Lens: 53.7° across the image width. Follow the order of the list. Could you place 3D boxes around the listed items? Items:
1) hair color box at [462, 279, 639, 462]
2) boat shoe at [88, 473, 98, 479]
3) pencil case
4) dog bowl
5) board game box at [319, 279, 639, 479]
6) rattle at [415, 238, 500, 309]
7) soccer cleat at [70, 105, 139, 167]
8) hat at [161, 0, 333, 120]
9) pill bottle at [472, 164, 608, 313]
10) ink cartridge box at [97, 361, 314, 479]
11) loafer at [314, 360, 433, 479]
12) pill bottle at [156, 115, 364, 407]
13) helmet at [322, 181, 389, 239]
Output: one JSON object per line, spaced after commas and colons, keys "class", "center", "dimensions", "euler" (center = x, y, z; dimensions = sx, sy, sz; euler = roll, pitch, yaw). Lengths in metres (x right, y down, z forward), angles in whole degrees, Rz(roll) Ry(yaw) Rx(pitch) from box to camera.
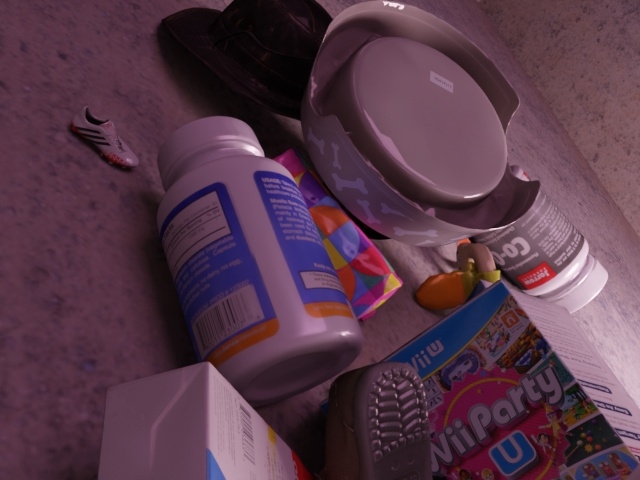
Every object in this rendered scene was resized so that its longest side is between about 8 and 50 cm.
{"class": "hair color box", "center": [0.315, 0.212, 0.849], "dimensions": [0.173, 0.105, 0.347], "euler": [18, 27, -18]}
{"class": "boat shoe", "center": [-0.163, 0.240, 0.352], "dimensions": [0.081, 0.079, 0.227], "euler": [47, 36, -15]}
{"class": "pencil case", "center": [0.000, 0.000, 0.798], "dimensions": [0.236, 0.104, 0.104], "euler": [54, 31, 4]}
{"class": "dog bowl", "center": [0.129, -0.149, 0.841], "dimensions": [0.348, 0.102, 0.349], "euler": [15, 57, -25]}
{"class": "board game box", "center": [0.173, 0.229, 0.624], "dimensions": [0.303, 0.224, 0.097], "euler": [55, -2, 14]}
{"class": "rattle", "center": [0.214, 0.058, 1.064], "dimensions": [0.200, 0.142, 0.130], "euler": [-106, 176, -59]}
{"class": "soccer cleat", "center": [-0.230, -0.111, 0.685], "dimensions": [0.083, 0.035, 0.029], "euler": [39, 32, -15]}
{"class": "hat", "center": [-0.068, -0.311, 0.940], "dimensions": [0.331, 0.134, 0.331], "euler": [22, 29, -13]}
{"class": "pill bottle", "center": [0.420, 0.004, 1.253], "dimensions": [0.283, 0.161, 0.161], "euler": [46, 31, -4]}
{"class": "ink cartridge box", "center": [-0.064, 0.203, 0.452], "dimensions": [0.231, 0.078, 0.134], "euler": [64, 13, -47]}
{"class": "loafer", "center": [0.048, 0.227, 0.554], "dimensions": [0.094, 0.087, 0.251], "euler": [1, 89, -32]}
{"class": "pill bottle", "center": [-0.075, 0.013, 0.632], "dimensions": [0.152, 0.152, 0.272], "euler": [9, 48, -47]}
{"class": "helmet", "center": [0.089, -0.101, 0.956], "dimensions": [0.169, 0.169, 0.162], "euler": [34, 48, -23]}
